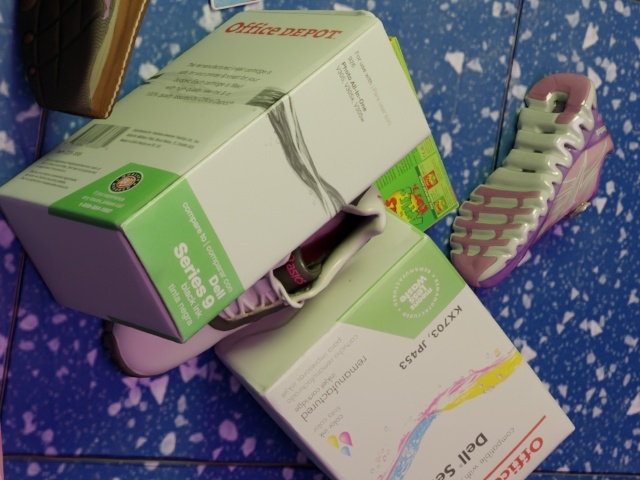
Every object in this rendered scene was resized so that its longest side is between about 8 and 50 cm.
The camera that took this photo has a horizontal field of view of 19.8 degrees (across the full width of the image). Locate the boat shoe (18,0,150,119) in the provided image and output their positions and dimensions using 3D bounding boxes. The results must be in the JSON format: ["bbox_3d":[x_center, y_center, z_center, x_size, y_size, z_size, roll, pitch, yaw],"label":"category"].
[{"bbox_3d":[-0.152,-0.256,1.467,0.120,0.122,0.324,8,93,-42],"label":"boat shoe"}]

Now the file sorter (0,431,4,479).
[{"bbox_3d":[-0.365,0.171,1.276,0.202,0.290,0.182,-7,99,-36],"label":"file sorter"}]

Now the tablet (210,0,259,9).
[{"bbox_3d":[-0.078,-0.246,1.593,0.054,0.006,0.083,-16,106,-33],"label":"tablet"}]

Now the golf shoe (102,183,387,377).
[{"bbox_3d":[-0.066,0.025,1.558,0.273,0.120,0.105,-39,116,-6],"label":"golf shoe"}]

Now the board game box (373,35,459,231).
[{"bbox_3d":[0.055,-0.088,1.694,0.092,0.043,0.181,-35,116,-26],"label":"board game box"}]

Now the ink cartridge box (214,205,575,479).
[{"bbox_3d":[0.091,0.158,1.689,0.207,0.119,0.353,-44,123,-7],"label":"ink cartridge box"}]

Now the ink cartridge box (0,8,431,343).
[{"bbox_3d":[-0.085,-0.062,1.489,0.289,0.211,0.121,-40,118,-24],"label":"ink cartridge box"}]

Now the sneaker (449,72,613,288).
[{"bbox_3d":[0.218,-0.045,1.797,0.104,0.095,0.236,45,70,-41],"label":"sneaker"}]
